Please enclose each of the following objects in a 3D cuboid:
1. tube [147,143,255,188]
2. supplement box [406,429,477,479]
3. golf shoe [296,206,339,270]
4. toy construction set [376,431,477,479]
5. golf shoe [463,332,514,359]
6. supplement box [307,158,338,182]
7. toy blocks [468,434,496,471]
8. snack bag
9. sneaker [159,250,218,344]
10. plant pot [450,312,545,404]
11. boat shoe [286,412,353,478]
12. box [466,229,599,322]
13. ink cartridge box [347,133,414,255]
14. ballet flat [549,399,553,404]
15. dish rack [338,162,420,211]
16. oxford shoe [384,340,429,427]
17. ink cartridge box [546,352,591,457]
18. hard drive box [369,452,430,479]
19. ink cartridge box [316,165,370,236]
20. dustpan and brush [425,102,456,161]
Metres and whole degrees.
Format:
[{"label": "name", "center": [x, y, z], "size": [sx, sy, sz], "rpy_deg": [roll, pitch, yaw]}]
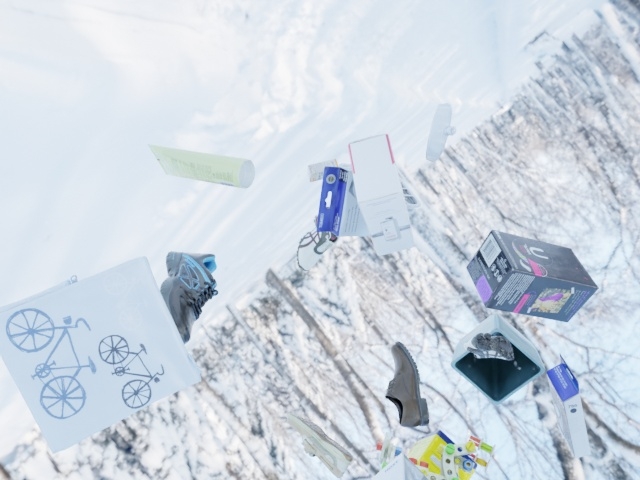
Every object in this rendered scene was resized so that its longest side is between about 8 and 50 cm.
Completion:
[{"label": "tube", "center": [-0.252, -0.157, 1.167], "size": [0.062, 0.240, 0.070], "rpy_deg": [-21, 118, -61]}, {"label": "supplement box", "center": [0.382, 0.915, 2.054], "size": [0.356, 0.195, 0.194], "rpy_deg": [-43, 171, -31]}, {"label": "golf shoe", "center": [0.000, 0.000, 2.145], "size": [0.120, 0.105, 0.273], "rpy_deg": [27, -90, 52]}, {"label": "toy construction set", "center": [0.322, 0.719, 1.777], "size": [0.328, 0.151, 0.215], "rpy_deg": [3, -125, 25]}, {"label": "golf shoe", "center": [0.559, 0.356, 1.845], "size": [0.094, 0.198, 0.077], "rpy_deg": [-35, -139, 44]}, {"label": "supplement box", "center": [0.007, -0.228, 1.816], "size": [0.098, 0.036, 0.062], "rpy_deg": [-15, 162, -7]}, {"label": "toy blocks", "center": [0.603, 0.827, 2.197], "size": [0.054, 0.148, 0.123], "rpy_deg": [-15, 121, -60]}, {"label": "snack bag", "center": [-0.462, 0.225, 1.157], "size": [0.342, 0.323, 0.037], "rpy_deg": [-25, -169, -15]}, {"label": "sneaker", "center": [-0.342, 0.135, 1.463], "size": [0.140, 0.125, 0.341], "rpy_deg": [-4, -142, -7]}, {"label": "plant pot", "center": [0.685, 0.426, 2.167], "size": [0.247, 0.248, 0.252], "rpy_deg": [-47, -176, 26]}, {"label": "boat shoe", "center": [-0.021, 0.733, 2.005], "size": [0.098, 0.302, 0.109], "rpy_deg": [-58, 147, -5]}, {"label": "box", "center": [0.557, 0.096, 1.474], "size": [0.165, 0.270, 0.143], "rpy_deg": [-101, -152, -49]}, {"label": "ink cartridge box", "center": [0.170, -0.119, 1.530], "size": [0.117, 0.207, 0.283], "rpy_deg": [-14, 147, 9]}, {"label": "ballet flat", "center": [0.971, 0.666, 2.217], "size": [0.114, 0.041, 0.041], "rpy_deg": [-2, -153, 40]}, {"label": "dish rack", "center": [0.245, -0.218, 2.416], "size": [0.333, 0.285, 0.072], "rpy_deg": [5, 128, -31]}, {"label": "oxford shoe", "center": [0.213, 0.377, 1.463], "size": [0.096, 0.227, 0.083], "rpy_deg": [-7, 152, -9]}, {"label": "ink cartridge box", "center": [0.853, 0.571, 1.921], "size": [0.065, 0.332, 0.165], "rpy_deg": [-16, -157, 8]}, {"label": "hard drive box", "center": [0.121, 0.538, 1.038], "size": [0.181, 0.089, 0.232], "rpy_deg": [-44, 180, 10]}, {"label": "ink cartridge box", "center": [0.109, -0.118, 1.724], "size": [0.224, 0.223, 0.045], "rpy_deg": [-1, -156, -19]}, {"label": "dustpan and brush", "center": [0.289, -0.257, 1.309], "size": [0.211, 0.060, 0.147], "rpy_deg": [-29, 132, -75]}]
